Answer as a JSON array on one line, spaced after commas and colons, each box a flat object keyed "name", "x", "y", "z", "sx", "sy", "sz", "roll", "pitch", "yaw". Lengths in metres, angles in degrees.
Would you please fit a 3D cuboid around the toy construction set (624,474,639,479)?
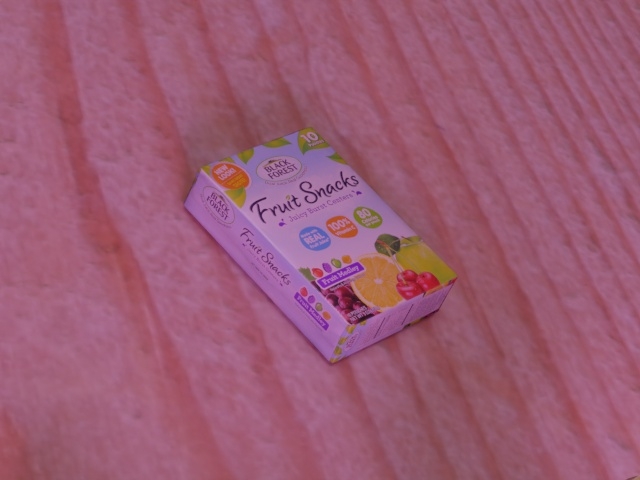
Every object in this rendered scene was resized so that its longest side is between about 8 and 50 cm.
[{"name": "toy construction set", "x": 0.025, "y": 0.215, "z": 0.913, "sx": 0.328, "sy": 0.151, "sz": 0.215, "roll": 1, "pitch": 71, "yaw": -17}]

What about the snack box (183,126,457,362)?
[{"name": "snack box", "x": 0.000, "y": 0.000, "z": 1.213, "sx": 0.100, "sy": 0.037, "sz": 0.141, "roll": -22, "pitch": 60, "yaw": -43}]
